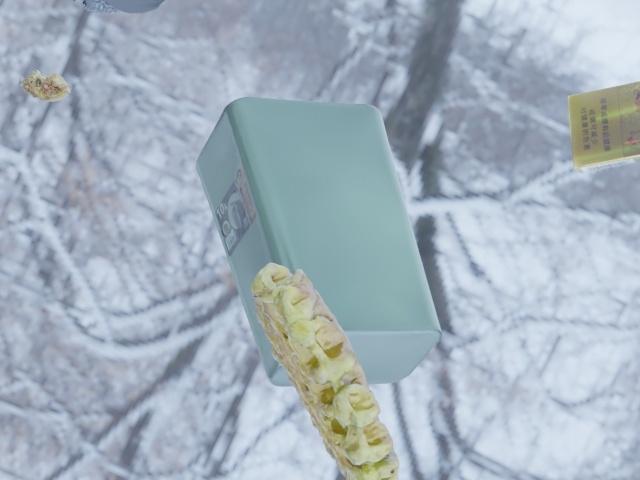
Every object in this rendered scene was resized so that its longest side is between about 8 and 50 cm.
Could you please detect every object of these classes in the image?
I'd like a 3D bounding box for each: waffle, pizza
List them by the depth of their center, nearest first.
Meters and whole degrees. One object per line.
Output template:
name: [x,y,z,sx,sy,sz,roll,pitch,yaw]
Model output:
waffle: [-0.001,0.112,1.366,0.249,0.056,0.253,60,174,25]
pizza: [-0.334,-0.187,1.882,0.083,0.037,0.016,15,-166,29]

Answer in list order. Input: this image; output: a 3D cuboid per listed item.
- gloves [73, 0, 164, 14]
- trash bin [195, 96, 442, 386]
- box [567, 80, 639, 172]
gloves: [-0.141,-0.238,1.051,0.106,0.129,0.180,-3,-147,-27]
trash bin: [0.000,0.000,1.947,0.223,0.158,0.343,2,-127,-27]
box: [0.341,-0.127,1.647,0.156,0.089,0.022,-12,161,23]
